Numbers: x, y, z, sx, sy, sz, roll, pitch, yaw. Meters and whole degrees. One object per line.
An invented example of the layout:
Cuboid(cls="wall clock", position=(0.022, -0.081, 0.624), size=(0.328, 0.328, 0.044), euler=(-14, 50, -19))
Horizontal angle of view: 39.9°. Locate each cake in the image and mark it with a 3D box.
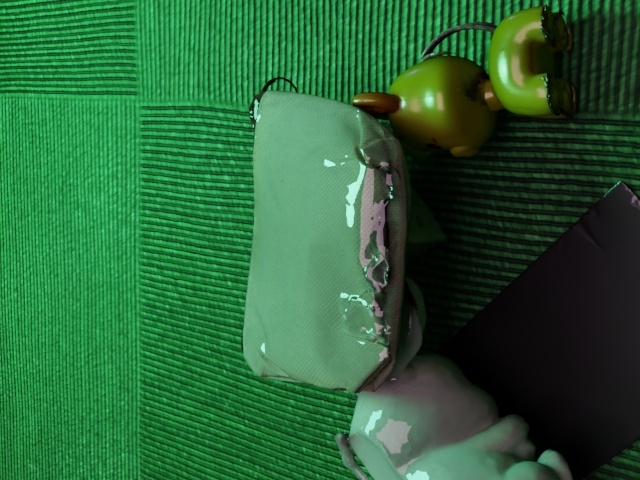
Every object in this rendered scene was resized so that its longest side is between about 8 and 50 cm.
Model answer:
Cuboid(cls="cake", position=(0.040, 0.041, 0.995), size=(0.099, 0.100, 0.235), euler=(48, 123, 26))

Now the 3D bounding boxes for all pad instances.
Cuboid(cls="pad", position=(0.260, 0.112, 0.882), size=(0.202, 0.005, 0.300), euler=(54, 126, 21))

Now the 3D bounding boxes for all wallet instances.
Cuboid(cls="wallet", position=(-0.003, 0.000, 0.917), size=(0.275, 0.068, 0.335), euler=(17, 104, 55))

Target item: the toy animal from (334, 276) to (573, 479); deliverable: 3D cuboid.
Cuboid(cls="toy animal", position=(0.121, 0.203, 0.898), size=(0.325, 0.154, 0.208), euler=(59, 149, 3))

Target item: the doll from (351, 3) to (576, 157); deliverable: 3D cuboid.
Cuboid(cls="doll", position=(0.136, -0.149, 0.872), size=(0.221, 0.143, 0.135), euler=(-8, 90, 34))
